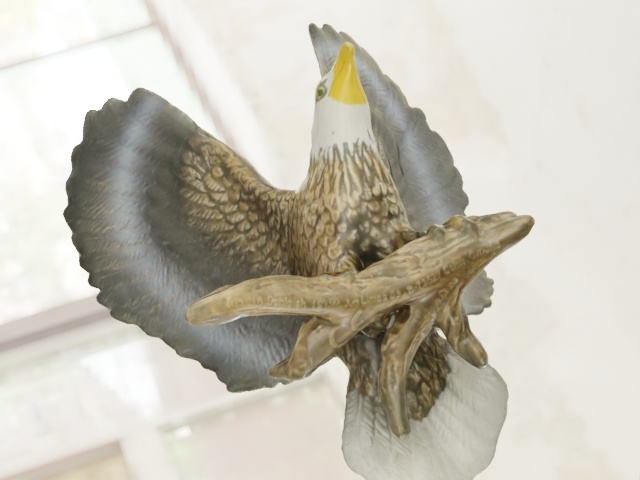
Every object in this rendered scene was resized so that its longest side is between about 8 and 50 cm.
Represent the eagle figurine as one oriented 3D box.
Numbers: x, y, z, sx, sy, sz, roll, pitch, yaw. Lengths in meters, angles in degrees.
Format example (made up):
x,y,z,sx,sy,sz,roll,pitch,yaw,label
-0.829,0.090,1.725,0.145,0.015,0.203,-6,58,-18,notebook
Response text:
x,y,z,sx,sy,sz,roll,pitch,yaw,label
0.003,-0.011,1.139,0.226,0.225,0.298,29,0,-25,eagle figurine
